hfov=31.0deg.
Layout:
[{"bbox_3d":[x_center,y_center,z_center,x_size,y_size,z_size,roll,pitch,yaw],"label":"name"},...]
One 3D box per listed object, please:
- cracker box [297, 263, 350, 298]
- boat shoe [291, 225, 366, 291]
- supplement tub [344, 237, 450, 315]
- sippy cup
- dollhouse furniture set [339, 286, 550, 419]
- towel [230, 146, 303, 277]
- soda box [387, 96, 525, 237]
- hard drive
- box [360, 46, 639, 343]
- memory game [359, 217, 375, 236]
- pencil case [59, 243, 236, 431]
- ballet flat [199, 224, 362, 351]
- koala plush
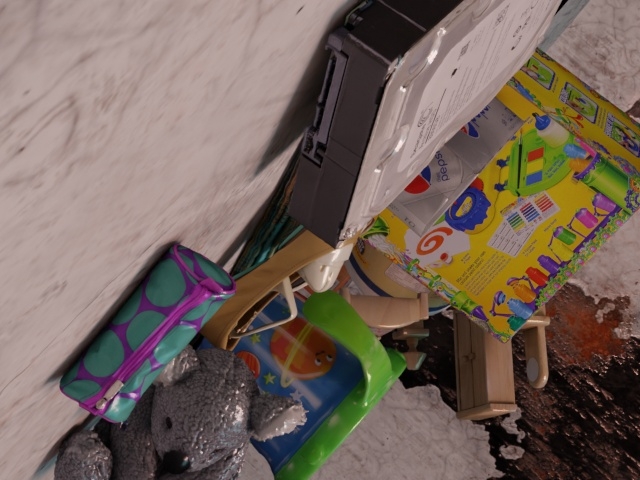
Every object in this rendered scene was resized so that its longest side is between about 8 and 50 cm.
[{"bbox_3d":[0.001,0.090,2.138,0.156,0.067,0.232,-45,175,-28],"label":"cracker box"},{"bbox_3d":[-0.002,0.005,1.273,0.125,0.038,0.046,-43,-148,-8],"label":"boat shoe"},{"bbox_3d":[0.192,-0.047,1.822,0.228,0.228,0.316,-44,173,-44],"label":"supplement tub"},{"bbox_3d":[-0.043,0.176,1.530,0.305,0.224,0.240,-50,174,16],"label":"sippy cup"},{"bbox_3d":[0.109,0.166,1.689,0.303,0.356,0.173,142,-51,-64],"label":"dollhouse furniture set"},{"bbox_3d":[0.031,-0.089,1.228,0.271,0.040,0.370,-44,174,-33],"label":"towel"},{"bbox_3d":[0.130,-0.100,1.213,0.091,0.098,0.286,-50,176,24],"label":"soda box"},{"bbox_3d":[0.112,-0.168,0.963,0.339,0.064,0.237,-44,162,-32],"label":"hard drive"},{"bbox_3d":[0.226,-0.078,1.475,0.290,0.279,0.177,-51,-176,33],"label":"box"},{"bbox_3d":[0.000,0.000,1.373,0.186,0.012,0.186,-33,-165,10],"label":"memory game"},{"bbox_3d":[-0.134,0.075,0.905,0.151,0.064,0.070,-50,-160,9],"label":"pencil case"},{"bbox_3d":[-0.028,0.036,1.155,0.232,0.073,0.080,-35,170,21],"label":"ballet flat"},{"bbox_3d":[-0.128,0.178,1.162,0.203,0.196,0.221,-59,-177,-40],"label":"koala plush"}]
